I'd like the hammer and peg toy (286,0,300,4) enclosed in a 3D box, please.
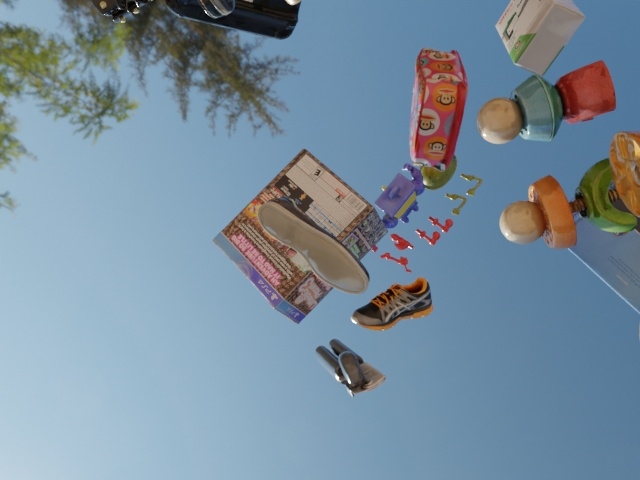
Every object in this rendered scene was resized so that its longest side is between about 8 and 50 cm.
[{"bbox_3d":[0.042,-0.455,0.747,0.361,0.127,0.266,12,-106,56],"label":"hammer and peg toy"}]

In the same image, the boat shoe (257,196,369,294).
[{"bbox_3d":[0.000,0.000,0.894,0.206,0.075,0.065,37,-140,12],"label":"boat shoe"}]

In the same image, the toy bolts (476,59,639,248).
[{"bbox_3d":[0.294,-0.102,0.724,0.158,0.218,0.228,-16,-94,7],"label":"toy bolts"}]

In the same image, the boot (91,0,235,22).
[{"bbox_3d":[-0.230,-0.358,0.826,0.178,0.085,0.236,-33,-118,11],"label":"boot"}]

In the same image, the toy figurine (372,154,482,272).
[{"bbox_3d":[0.254,-0.110,1.566,0.191,0.217,0.362,42,-87,26],"label":"toy figurine"}]

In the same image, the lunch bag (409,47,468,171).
[{"bbox_3d":[0.277,-0.311,1.435,0.120,0.258,0.293,7,-141,3],"label":"lunch bag"}]

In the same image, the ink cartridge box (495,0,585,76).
[{"bbox_3d":[0.522,-0.528,1.408,0.219,0.092,0.160,-90,-158,-48],"label":"ink cartridge box"}]

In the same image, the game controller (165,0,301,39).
[{"bbox_3d":[-0.171,-0.534,1.238,0.067,0.319,0.166,29,-67,46],"label":"game controller"}]

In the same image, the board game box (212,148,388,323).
[{"bbox_3d":[-0.042,-0.009,1.276,0.291,0.141,0.232,-45,-119,-2],"label":"board game box"}]

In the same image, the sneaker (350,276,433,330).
[{"bbox_3d":[0.161,0.141,1.315,0.215,0.083,0.084,-14,-154,-29],"label":"sneaker"}]

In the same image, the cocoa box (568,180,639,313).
[{"bbox_3d":[0.738,0.004,1.295,0.347,0.231,0.228,43,-59,2],"label":"cocoa box"}]

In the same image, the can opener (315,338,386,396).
[{"bbox_3d":[0.056,0.257,1.237,0.074,0.280,0.093,-23,-82,-14],"label":"can opener"}]
